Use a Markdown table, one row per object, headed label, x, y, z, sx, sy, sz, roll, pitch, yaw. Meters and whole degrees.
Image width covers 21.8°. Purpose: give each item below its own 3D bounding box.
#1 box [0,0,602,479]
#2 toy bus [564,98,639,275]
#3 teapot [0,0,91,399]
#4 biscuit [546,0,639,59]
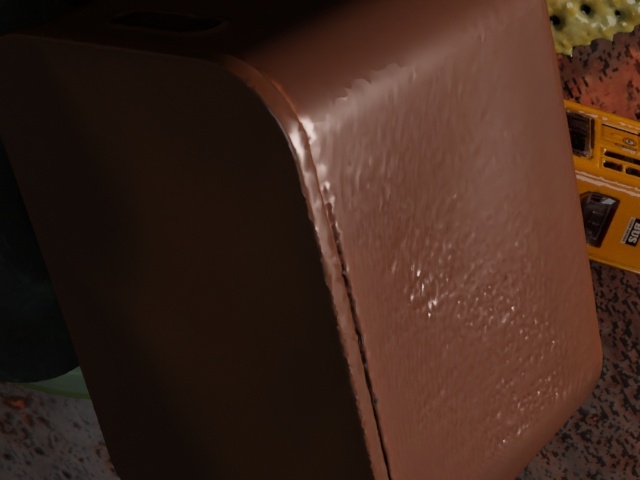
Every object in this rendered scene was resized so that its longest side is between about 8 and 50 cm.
| label | x | y | z | sx | sy | sz | roll | pitch | yaw |
| --- | --- | --- | --- | --- | --- | --- | --- | --- | --- |
| box | 0.000 | 0.000 | 0.965 | 0.239 | 0.229 | 0.339 | 12 | 126 | 41 |
| toy bus | 0.179 | -0.031 | 1.046 | 0.194 | 0.088 | 0.083 | 16 | 123 | -2 |
| teapot | -0.236 | -0.027 | 1.079 | 0.239 | 0.321 | 0.239 | 0 | 81 | 31 |
| biscuit | 0.188 | -0.188 | 0.974 | 0.231 | 0.016 | 0.139 | -19 | 117 | 28 |
